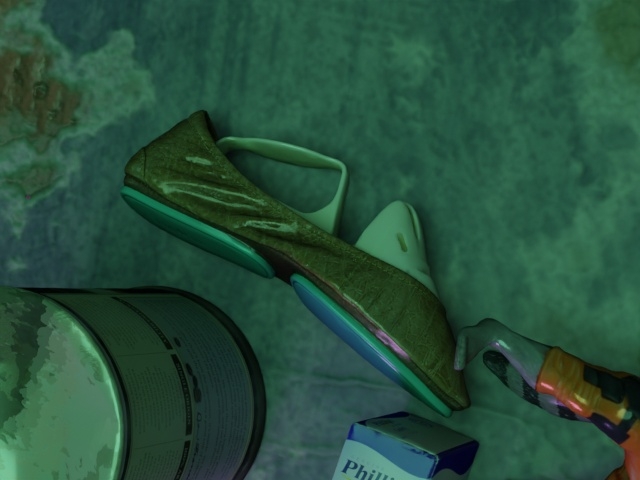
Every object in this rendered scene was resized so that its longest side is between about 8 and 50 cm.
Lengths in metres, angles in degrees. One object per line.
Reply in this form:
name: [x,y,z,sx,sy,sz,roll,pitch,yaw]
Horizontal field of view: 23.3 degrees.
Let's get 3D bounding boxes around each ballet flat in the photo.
ballet flat: [0.000,0.000,1.226,0.342,0.116,0.124,33,79,20]

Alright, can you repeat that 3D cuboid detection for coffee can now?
coffee can: [-0.182,0.134,1.180,0.202,0.275,0.201,-1,88,18]

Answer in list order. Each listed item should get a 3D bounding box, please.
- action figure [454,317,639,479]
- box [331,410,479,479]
action figure: [0.266,0.100,1.093,0.330,0.178,0.341,1,114,13]
box: [0.054,0.208,1.179,0.072,0.126,0.137,20,95,19]
